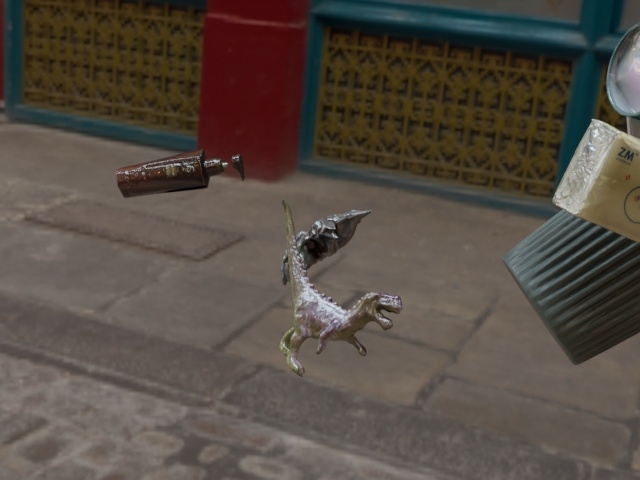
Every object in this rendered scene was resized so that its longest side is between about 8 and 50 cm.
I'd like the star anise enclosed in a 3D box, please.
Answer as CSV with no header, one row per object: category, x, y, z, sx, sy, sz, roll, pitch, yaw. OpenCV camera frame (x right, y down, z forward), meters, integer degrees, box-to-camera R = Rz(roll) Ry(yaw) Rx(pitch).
star anise,0.000,0.000,1.685,0.181,0.061,0.204,-34,0,-5

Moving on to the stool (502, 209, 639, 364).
stool,0.548,0.047,1.944,0.330,0.297,0.297,-35,15,7

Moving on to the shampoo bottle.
shampoo bottle,-0.260,-0.124,1.926,0.236,0.068,0.067,-10,20,10

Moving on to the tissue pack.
tissue pack,0.479,-0.083,1.602,0.196,0.148,0.092,19,12,-24

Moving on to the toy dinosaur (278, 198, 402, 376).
toy dinosaur,-0.009,0.089,1.533,0.251,0.200,0.072,38,10,34

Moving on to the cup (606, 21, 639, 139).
cup,0.580,-0.257,1.661,0.173,0.299,0.167,12,24,-21
